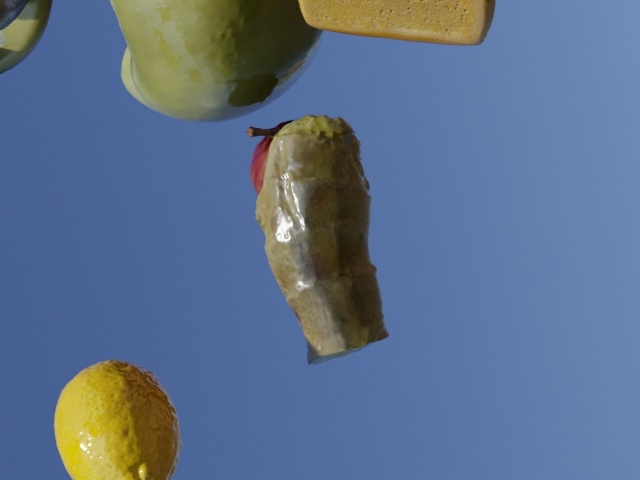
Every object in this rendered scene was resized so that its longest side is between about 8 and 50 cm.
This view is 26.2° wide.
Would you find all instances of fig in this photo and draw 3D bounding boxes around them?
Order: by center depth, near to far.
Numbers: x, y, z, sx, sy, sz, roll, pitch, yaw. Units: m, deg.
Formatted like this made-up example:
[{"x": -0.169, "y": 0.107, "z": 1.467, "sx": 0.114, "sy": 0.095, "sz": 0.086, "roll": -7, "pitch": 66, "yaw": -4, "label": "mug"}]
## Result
[{"x": -0.033, "y": -0.095, "z": 1.628, "sx": 0.150, "sy": 0.128, "sz": 0.128, "roll": 51, "pitch": -143, "yaw": -17, "label": "fig"}]

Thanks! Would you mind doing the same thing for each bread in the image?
[{"x": 0.075, "y": -0.254, "z": 1.341, "sx": 0.077, "sy": 0.200, "sz": 0.116, "roll": -65, "pitch": -22, "yaw": -47, "label": "bread"}]

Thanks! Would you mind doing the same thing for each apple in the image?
[{"x": -0.123, "y": -0.289, "z": 1.622, "sx": 0.233, "sy": 0.257, "sz": 0.295, "roll": -149, "pitch": 43, "yaw": -71, "label": "apple"}]

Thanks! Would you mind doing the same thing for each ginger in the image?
[{"x": 0.000, "y": 0.000, "z": 1.442, "sx": 0.116, "sy": 0.109, "sz": 0.263, "roll": -13, "pitch": -86, "yaw": -43, "label": "ginger"}]

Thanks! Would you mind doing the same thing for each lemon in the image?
[{"x": -0.181, "y": 0.177, "z": 1.241, "sx": 0.114, "sy": 0.114, "sz": 0.155, "roll": 29, "pitch": -151, "yaw": -48, "label": "lemon"}]

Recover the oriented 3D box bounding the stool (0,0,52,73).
[{"x": -0.212, "y": -0.130, "z": 0.722, "sx": 0.110, "sy": 0.135, "sz": 0.134, "roll": -54, "pitch": -31, "yaw": -71, "label": "stool"}]
